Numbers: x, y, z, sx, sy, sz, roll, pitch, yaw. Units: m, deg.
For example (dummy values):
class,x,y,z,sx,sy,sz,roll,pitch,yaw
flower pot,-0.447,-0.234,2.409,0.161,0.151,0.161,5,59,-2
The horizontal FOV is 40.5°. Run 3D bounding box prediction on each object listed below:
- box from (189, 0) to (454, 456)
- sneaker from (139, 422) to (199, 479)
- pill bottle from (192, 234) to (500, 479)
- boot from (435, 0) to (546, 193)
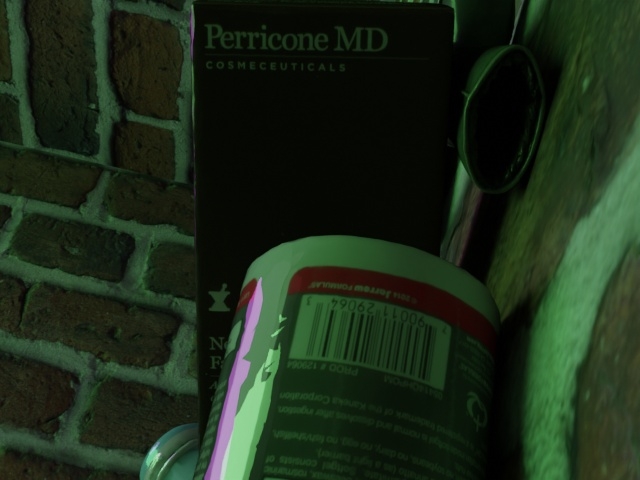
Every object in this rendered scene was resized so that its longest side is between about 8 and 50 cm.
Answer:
class,x,y,z,sx,sy,sz,roll,pitch,yaw
box,0.000,0.000,0.707,0.143,0.191,0.381,-85,-4,-75
sneaker,-0.044,0.319,1.046,0.319,0.208,0.127,9,-68,-50
pill bottle,0.006,0.172,0.513,0.176,0.176,0.318,106,177,-62
boot,0.126,-0.142,0.672,0.208,0.076,0.189,-54,-37,-77
